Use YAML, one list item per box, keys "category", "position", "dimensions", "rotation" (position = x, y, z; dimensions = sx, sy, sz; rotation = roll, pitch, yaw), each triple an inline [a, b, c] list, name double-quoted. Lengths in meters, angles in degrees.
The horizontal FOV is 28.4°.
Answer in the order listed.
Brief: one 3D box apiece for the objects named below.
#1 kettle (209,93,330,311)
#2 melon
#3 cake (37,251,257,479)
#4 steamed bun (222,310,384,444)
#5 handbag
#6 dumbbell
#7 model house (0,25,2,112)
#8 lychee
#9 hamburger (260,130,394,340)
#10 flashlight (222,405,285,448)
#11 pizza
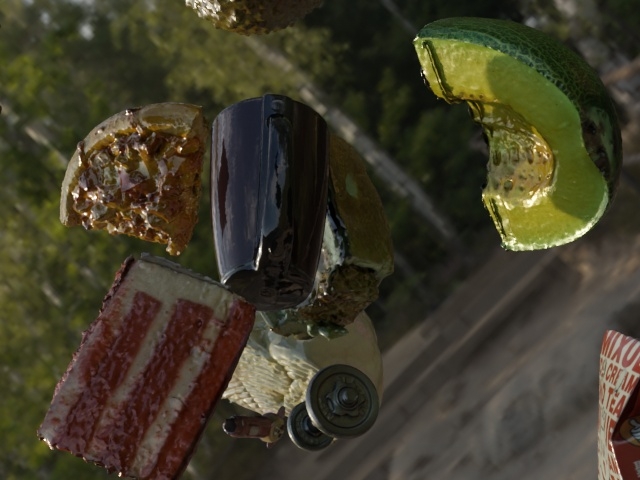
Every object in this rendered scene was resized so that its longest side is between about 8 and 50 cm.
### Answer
- category: "kettle"
  position: [-0.051, -0.045, 1.440]
  dimensions: [0.202, 0.144, 0.232]
  rotation: [115, 158, -53]
- category: "melon"
  position: [0.225, -0.122, 1.233]
  dimensions: [0.169, 0.265, 0.129]
  rotation: [6, 42, 46]
- category: "cake"
  position: [-0.188, 0.165, 1.276]
  dimensions: [0.262, 0.158, 0.159]
  rotation: [-66, 0, -46]
- category: "steamed bun"
  position: [-0.026, 0.186, 2.132]
  dimensions: [0.275, 0.320, 0.206]
  rotation: [85, -152, -50]
- category: "handbag"
  position: [0.353, 0.237, 1.291]
  dimensions: [0.151, 0.298, 0.171]
  rotation: [-19, -1, -4]
- category: "dumbbell"
  position: [0.005, 0.261, 1.876]
  dimensions: [0.110, 0.110, 0.254]
  rotation: [-41, -4, -28]
- category: "model house"
  position: [-0.508, -0.189, 1.591]
  dimensions: [0.219, 0.200, 0.229]
  rotation: [-2, -81, -75]
- category: "lychee"
  position: [-0.103, -0.426, 1.820]
  dimensions: [0.320, 0.270, 0.270]
  rotation: [-27, -12, -11]
- category: "hamburger"
  position: [0.000, 0.000, 1.700]
  dimensions: [0.168, 0.288, 0.192]
  rotation: [-24, -24, 23]
- category: "flashlight"
  position: [-0.069, 0.207, 1.398]
  dimensions: [0.110, 0.031, 0.052]
  rotation: [16, -88, -60]
- category: "pizza"
  position: [-0.264, -0.077, 1.865]
  dimensions: [0.336, 0.226, 0.086]
  rotation: [-31, 4, 35]
